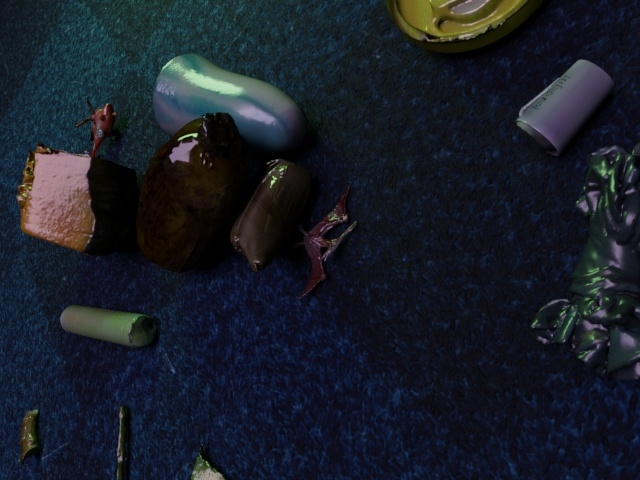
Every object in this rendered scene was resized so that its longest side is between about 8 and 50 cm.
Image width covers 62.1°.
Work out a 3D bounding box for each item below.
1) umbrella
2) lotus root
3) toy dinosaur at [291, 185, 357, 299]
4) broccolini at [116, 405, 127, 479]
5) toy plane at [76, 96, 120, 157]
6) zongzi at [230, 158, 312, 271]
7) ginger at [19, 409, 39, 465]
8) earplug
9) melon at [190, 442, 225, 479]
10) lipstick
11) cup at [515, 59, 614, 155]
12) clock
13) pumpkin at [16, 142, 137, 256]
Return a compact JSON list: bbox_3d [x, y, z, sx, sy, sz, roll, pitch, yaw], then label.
[{"bbox_3d":[0.361,-0.015,0.627,0.143,0.094,0.349,18,86,35],"label":"umbrella"},{"bbox_3d":[-0.246,-0.085,1.005,0.397,0.179,0.196,-50,25,46],"label":"lotus root"},{"bbox_3d":[0.001,0.000,0.936,0.108,0.032,0.220,18,86,42],"label":"toy dinosaur"},{"bbox_3d":[-0.417,0.484,1.120,0.057,0.071,0.255,114,156,-61],"label":"broccolini"},{"bbox_3d":[-0.606,-0.281,1.439,0.077,0.126,0.194,31,96,11],"label":"toy plane"},{"bbox_3d":[-0.079,-0.043,0.925,0.195,0.099,0.197,-58,19,6],"label":"zongzi"},{"bbox_3d":[-0.739,0.501,1.348,0.137,0.044,0.057,67,147,36],"label":"ginger"},{"bbox_3d":[-0.161,-0.254,1.048,0.324,0.185,0.185,23,91,35],"label":"earplug"},{"bbox_3d":[-0.174,0.477,0.920,0.114,0.053,0.262,-41,56,12],"label":"melon"},{"bbox_3d":[-0.494,0.195,1.229,0.304,0.076,0.076,1,78,38],"label":"lipstick"},{"bbox_3d":[0.323,-0.183,0.726,0.116,0.074,0.104,-50,25,10],"label":"cup"},{"bbox_3d":[0.240,-0.435,0.852,0.277,0.071,0.294,-7,73,31],"label":"clock"},{"bbox_3d":[-0.576,-0.099,1.265,0.303,0.256,0.226,18,93,62],"label":"pumpkin"}]
